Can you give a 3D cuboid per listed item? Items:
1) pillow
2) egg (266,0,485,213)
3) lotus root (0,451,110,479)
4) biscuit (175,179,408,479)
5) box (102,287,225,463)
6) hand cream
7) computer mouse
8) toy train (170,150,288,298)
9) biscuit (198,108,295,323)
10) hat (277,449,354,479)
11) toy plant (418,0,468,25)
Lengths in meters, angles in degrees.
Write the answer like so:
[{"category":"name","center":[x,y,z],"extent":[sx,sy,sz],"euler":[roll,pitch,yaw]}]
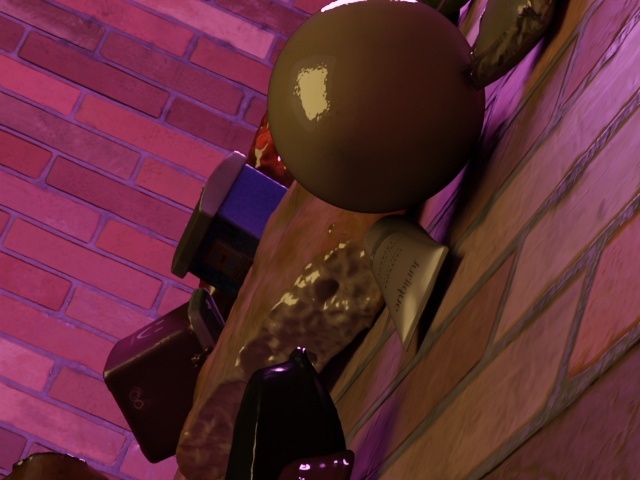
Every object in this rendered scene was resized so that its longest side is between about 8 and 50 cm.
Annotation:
[{"category":"pillow","center":[0.173,-0.225,1.330],"extent":[0.119,0.053,0.208],"euler":[123,168,-59]},{"category":"egg","center":[0.047,-0.115,1.380],"extent":[0.241,0.186,0.186],"euler":[-79,13,-71]},{"category":"lotus root","center":[-0.251,0.398,1.548],"extent":[0.316,0.316,0.250],"euler":[119,167,-49]},{"category":"biscuit","center":[-0.001,-0.001,1.754],"extent":[0.429,0.104,0.446],"euler":[-51,14,52]},{"category":"box","center":[-0.201,0.199,2.352],"extent":[0.167,0.193,0.294],"euler":[-29,6,2]},{"category":"hand cream","center":[0.070,0.022,1.311],"extent":[0.186,0.054,0.087],"euler":[-113,43,-75]},{"category":"computer mouse","center":[-0.030,0.226,1.207],"extent":[0.168,0.087,0.295],"euler":[116,164,-63]},{"category":"toy train","center":[-0.095,-0.001,2.333],"extent":[0.131,0.202,0.299],"euler":[-60,1,-25]},{"category":"biscuit","center":[-0.068,-0.058,2.638],"extent":[0.342,0.166,0.395],"euler":[-74,8,-74]},{"category":"hat","center":[-0.011,0.219,0.948],"extent":[0.205,0.089,0.205],"euler":[23,-90,-89]},{"category":"toy plant","center":[0.135,-0.297,1.963],"extent":[0.162,0.093,0.093],"euler":[-57,10,49]}]
